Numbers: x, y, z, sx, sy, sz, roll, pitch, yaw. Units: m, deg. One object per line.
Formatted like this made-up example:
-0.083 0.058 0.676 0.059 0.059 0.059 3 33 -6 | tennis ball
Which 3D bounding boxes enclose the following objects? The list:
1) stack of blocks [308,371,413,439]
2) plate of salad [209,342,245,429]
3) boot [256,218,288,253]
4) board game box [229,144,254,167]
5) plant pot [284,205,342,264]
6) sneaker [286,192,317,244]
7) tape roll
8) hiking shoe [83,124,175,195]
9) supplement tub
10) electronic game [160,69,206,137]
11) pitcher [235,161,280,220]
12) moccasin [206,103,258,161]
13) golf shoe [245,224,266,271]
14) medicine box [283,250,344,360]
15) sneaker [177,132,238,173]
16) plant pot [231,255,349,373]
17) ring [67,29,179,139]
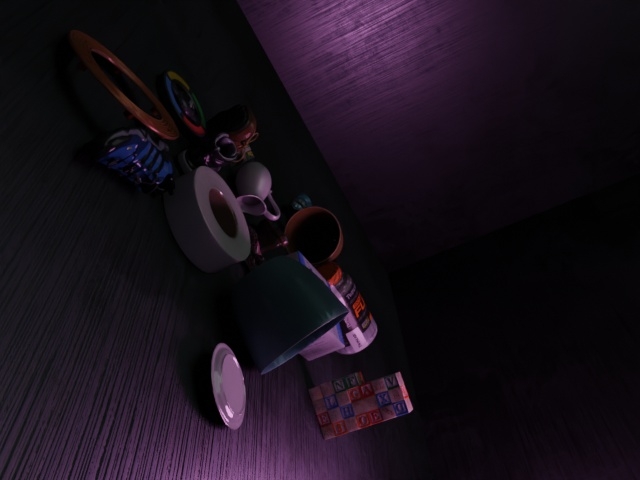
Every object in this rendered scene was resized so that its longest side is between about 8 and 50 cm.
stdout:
0.130 0.519 1.866 0.171 0.297 0.087 71 14 14 | stack of blocks
-0.222 0.339 1.330 0.200 0.048 0.199 -13 90 -81 | plate of salad
-0.202 -0.011 1.952 0.219 0.106 0.082 26 -41 60 | boot
-0.320 -0.358 2.163 0.136 0.030 0.259 62 14 -9 | board game box
0.000 0.000 2.378 0.254 0.237 0.237 32 37 -71 | plant pot
-0.090 -0.067 2.499 0.125 0.104 0.261 -35 115 -44 | sneaker
-0.303 -0.055 1.559 0.286 0.100 0.286 60 14 -26 | tape roll
-0.412 -0.176 1.302 0.132 0.113 0.304 67 13 3 | hiking shoe
0.071 0.266 2.260 0.338 0.207 0.207 61 14 -24 | supplement tub
-0.430 -0.432 1.807 0.229 0.048 0.229 60 14 -26 | electronic game
-0.216 -0.170 2.004 0.178 0.125 0.207 30 36 -28 | pitcher
-0.278 -0.346 1.851 0.147 0.139 0.380 53 -16 -20 | moccasin
-0.224 0.040 1.825 0.086 0.068 0.186 109 -37 -64 | golf shoe
-0.058 0.227 1.945 0.289 0.149 0.263 51 20 -52 | medicine box
-0.315 -0.256 1.732 0.101 0.153 0.268 66 13 -7 | sneaker
-0.108 0.186 1.566 0.235 0.293 0.293 53 10 12 | plant pot
-0.477 -0.369 1.387 0.336 0.032 0.336 49 7 -9 | ring
